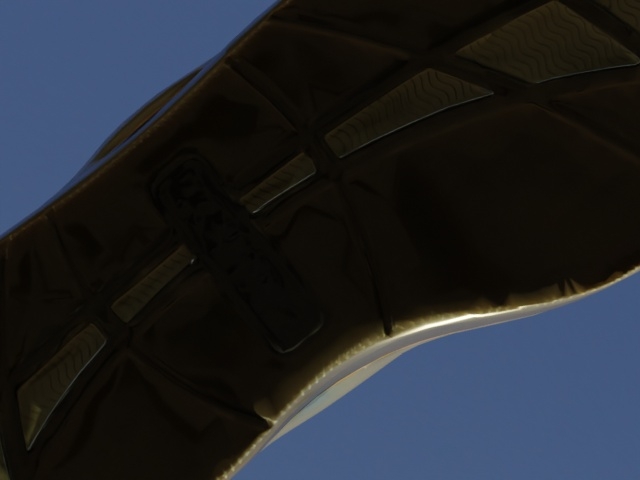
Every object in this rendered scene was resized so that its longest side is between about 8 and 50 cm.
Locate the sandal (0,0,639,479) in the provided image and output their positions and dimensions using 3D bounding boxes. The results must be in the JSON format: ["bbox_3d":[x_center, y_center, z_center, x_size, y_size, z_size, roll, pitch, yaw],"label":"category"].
[{"bbox_3d":[0.000,0.000,0.420,0.219,0.060,0.090,-37,-89,-4],"label":"sandal"}]
